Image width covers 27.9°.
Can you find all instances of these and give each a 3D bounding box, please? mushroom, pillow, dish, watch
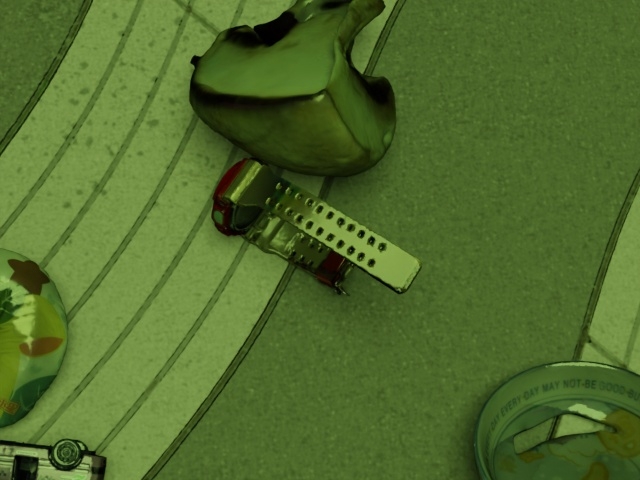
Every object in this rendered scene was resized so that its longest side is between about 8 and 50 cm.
[{"bbox_3d":[-0.033,-0.182,1.599,0.217,0.212,0.292,-12,45,24],"label":"mushroom"},{"bbox_3d":[-0.418,0.111,1.528,0.233,0.086,0.214,11,86,-7],"label":"pillow"},{"bbox_3d":[0.315,0.287,1.543,0.273,0.134,0.273,0,43,0],"label":"dish"},{"bbox_3d":[-0.006,-0.002,1.547,0.268,0.165,0.102,32,76,11],"label":"watch"}]

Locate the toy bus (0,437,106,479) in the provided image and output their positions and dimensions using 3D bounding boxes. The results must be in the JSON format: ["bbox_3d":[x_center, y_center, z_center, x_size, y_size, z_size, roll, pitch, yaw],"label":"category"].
[{"bbox_3d":[-0.351,0.275,1.481,0.198,0.096,0.108,7,79,-3],"label":"toy bus"}]
